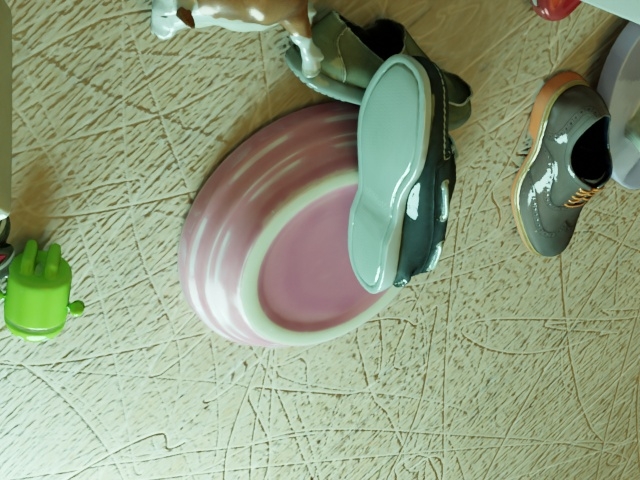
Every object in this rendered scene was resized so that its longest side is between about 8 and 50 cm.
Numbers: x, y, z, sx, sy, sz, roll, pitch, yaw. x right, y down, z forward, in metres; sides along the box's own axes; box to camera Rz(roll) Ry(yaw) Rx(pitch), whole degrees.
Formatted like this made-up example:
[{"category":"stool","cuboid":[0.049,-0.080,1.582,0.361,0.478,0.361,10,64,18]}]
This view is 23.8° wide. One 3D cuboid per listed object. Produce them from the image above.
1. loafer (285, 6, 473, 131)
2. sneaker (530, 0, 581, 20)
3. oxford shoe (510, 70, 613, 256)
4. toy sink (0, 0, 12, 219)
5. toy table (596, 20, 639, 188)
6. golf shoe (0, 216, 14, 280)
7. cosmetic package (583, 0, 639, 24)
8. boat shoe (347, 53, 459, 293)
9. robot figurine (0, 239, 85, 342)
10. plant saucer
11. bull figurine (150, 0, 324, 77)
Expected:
[{"category":"loafer","cuboid":[0.081,-0.185,1.641,0.251,0.094,0.087,11,122,-41]},{"category":"sneaker","cuboid":[0.328,-0.323,1.678,0.087,0.128,0.221,11,116,-40]},{"category":"oxford shoe","cuboid":[0.306,-0.073,1.897,0.097,0.098,0.271,-20,134,-21]},{"category":"toy sink","cuboid":[-0.366,-0.127,1.314,0.131,0.234,0.153,-21,147,23]},{"category":"toy table","cuboid":[0.453,-0.142,1.885,0.252,0.161,0.274,-42,143,-11]},{"category":"golf shoe","cuboid":[-0.430,0.005,1.443,0.273,0.105,0.120,-20,119,-29]},{"category":"cosmetic package","cuboid":[0.328,-0.337,1.520,0.365,0.155,0.197,19,124,-10]},{"category":"boat shoe","cuboid":[0.097,-0.076,1.621,0.091,0.114,0.302,-16,141,-26]},{"category":"robot figurine","cuboid":[-0.296,0.057,1.590,0.101,0.067,0.115,8,124,-8]},{"category":"plant saucer","cuboid":[0.000,0.000,1.748,0.332,0.084,0.332,-19,133,-22]},{"category":"bull figurine","cuboid":[-0.022,-0.277,1.485,0.310,0.101,0.188,-42,142,5]}]
